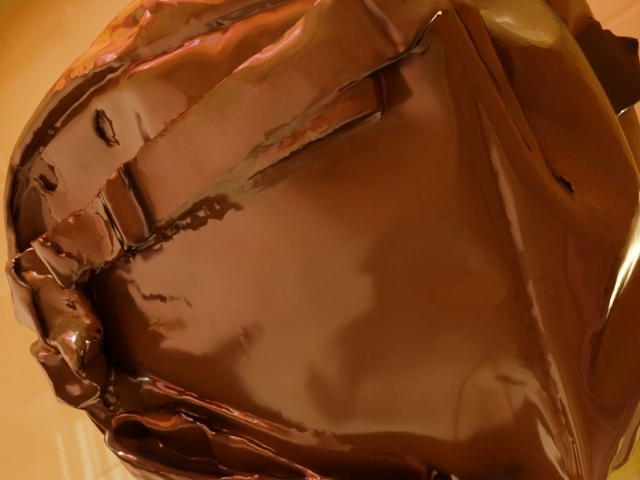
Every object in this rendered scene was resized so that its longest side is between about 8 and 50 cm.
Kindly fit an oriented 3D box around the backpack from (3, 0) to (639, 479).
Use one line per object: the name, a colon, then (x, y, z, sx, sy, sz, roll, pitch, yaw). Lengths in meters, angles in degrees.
backpack: (-0.003, 0.000, 0.567, 0.201, 0.378, 0.354, -33, -63, -55)
